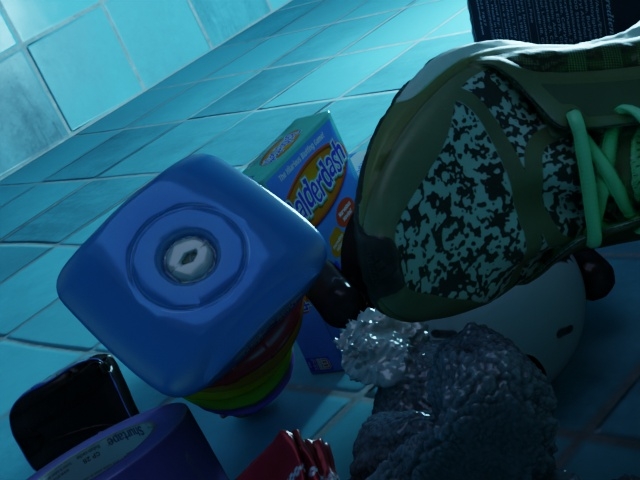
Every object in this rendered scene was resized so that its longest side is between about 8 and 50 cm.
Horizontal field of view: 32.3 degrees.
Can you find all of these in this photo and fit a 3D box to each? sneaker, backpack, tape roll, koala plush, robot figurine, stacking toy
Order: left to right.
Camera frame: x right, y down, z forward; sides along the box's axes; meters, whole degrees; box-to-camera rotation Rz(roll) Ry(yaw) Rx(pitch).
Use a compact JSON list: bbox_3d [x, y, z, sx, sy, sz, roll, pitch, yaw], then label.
[{"bbox_3d":[-0.241,0.178,1.100,0.114,0.105,0.084,-26,-2,-1],"label":"backpack"},{"bbox_3d":[-0.172,0.214,0.898,0.189,0.080,0.189,-29,7,4],"label":"tape roll"},{"bbox_3d":[-0.083,0.088,0.947,0.166,0.302,0.175,37,70,24],"label":"stacking toy"},{"bbox_3d":[0.084,0.136,0.710,0.203,0.196,0.221,-41,20,15],"label":"koala plush"},{"bbox_3d":[0.113,0.029,0.944,0.209,0.173,0.278,-43,20,4],"label":"robot figurine"},{"bbox_3d":[0.201,-0.060,0.664,0.410,0.158,0.182,-24,19,-30],"label":"sneaker"}]

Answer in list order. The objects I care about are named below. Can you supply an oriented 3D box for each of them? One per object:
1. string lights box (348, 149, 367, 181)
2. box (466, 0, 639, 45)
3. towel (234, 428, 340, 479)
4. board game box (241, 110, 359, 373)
[{"bbox_3d":[-0.020,-0.011,1.258,0.260,0.133,0.077,-11,24,34],"label":"string lights box"},{"bbox_3d":[0.377,-0.219,1.132,0.293,0.212,0.395,-19,18,-16],"label":"box"},{"bbox_3d":[-0.042,0.251,0.560,0.199,0.031,0.275,-45,35,22],"label":"towel"},{"bbox_3d":[0.000,0.000,1.097,0.047,0.210,0.160,-11,25,34],"label":"board game box"}]
